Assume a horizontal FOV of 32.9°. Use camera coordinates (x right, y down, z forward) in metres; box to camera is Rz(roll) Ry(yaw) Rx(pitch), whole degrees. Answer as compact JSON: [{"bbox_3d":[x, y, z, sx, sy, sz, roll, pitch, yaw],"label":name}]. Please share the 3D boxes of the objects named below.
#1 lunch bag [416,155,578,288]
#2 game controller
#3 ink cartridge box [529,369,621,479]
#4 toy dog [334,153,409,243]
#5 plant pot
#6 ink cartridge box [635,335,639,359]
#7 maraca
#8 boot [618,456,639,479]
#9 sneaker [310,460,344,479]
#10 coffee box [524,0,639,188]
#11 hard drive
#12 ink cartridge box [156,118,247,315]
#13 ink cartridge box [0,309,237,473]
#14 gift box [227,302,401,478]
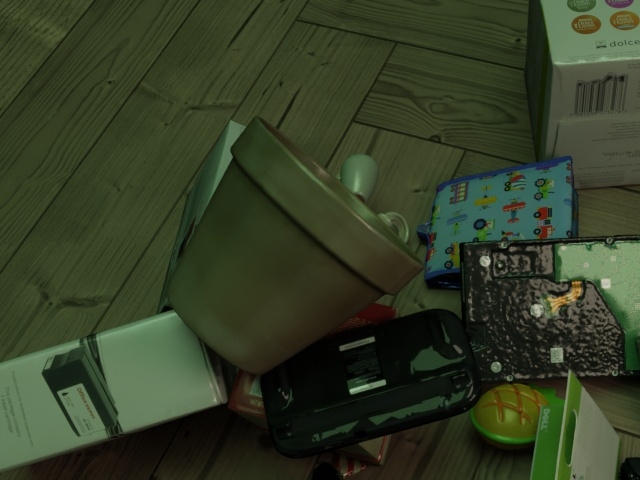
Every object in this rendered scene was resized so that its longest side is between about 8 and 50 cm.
[{"bbox_3d":[0.317,-0.021,1.983,0.293,0.138,0.221,-2,55,18],"label":"lunch bag"},{"bbox_3d":[0.069,0.206,1.582,0.319,0.067,0.166,-16,54,6],"label":"game controller"},{"bbox_3d":[0.356,0.325,1.599,0.097,0.255,0.189,-4,55,32],"label":"ink cartridge box"},{"bbox_3d":[0.000,0.000,1.958,0.161,0.220,0.333,-10,25,39],"label":"toy dog"},{"bbox_3d":[-0.060,0.030,1.557,0.280,0.323,0.323,-49,57,7],"label":"plant pot"},{"bbox_3d":[0.631,0.208,1.733,0.208,0.087,0.153,-13,89,-2],"label":"ink cartridge box"},{"bbox_3d":[0.328,0.281,1.761,0.186,0.099,0.127,-14,37,-31],"label":"maraca"},{"bbox_3d":[0.574,0.420,1.614,0.207,0.094,0.246,-9,45,-3],"label":"boot"},{"bbox_3d":[0.032,0.453,1.655,0.083,0.118,0.222,-22,53,-9],"label":"sneaker"},{"bbox_3d":[0.573,-0.336,2.039,0.338,0.338,0.334,-3,52,5],"label":"coffee box"},{"bbox_3d":[0.404,0.111,1.799,0.339,0.064,0.237,-3,91,-1],"label":"hard drive"},{"bbox_3d":[-0.183,-0.015,2.008,0.130,0.272,0.309,21,53,-15],"label":"ink cartridge box"},{"bbox_3d":[-0.346,0.235,1.735,0.395,0.285,0.166,-17,85,0],"label":"ink cartridge box"},{"bbox_3d":[-0.002,0.233,1.751,0.255,0.258,0.276,17,77,18],"label":"gift box"}]
